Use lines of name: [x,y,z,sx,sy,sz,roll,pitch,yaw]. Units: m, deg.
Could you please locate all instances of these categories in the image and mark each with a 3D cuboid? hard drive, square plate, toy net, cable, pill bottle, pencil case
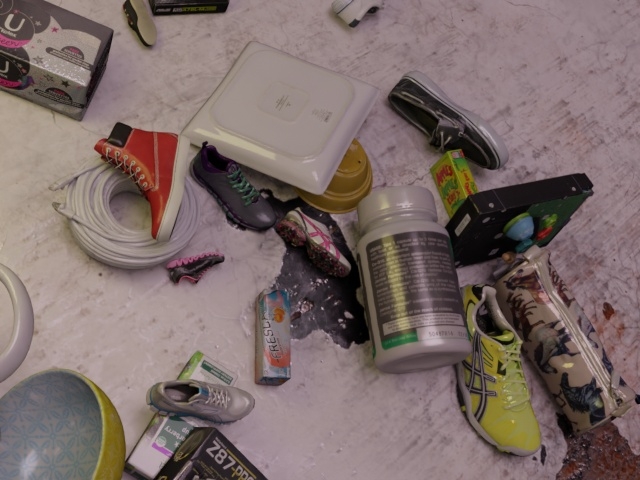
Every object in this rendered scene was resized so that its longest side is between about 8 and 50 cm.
hard drive: [0.432,-0.043,1.761,0.338,0.237,0.064,-11,60,-25]
square plate: [-0.081,-0.294,1.717,0.343,0.049,0.347,23,58,10]
toy net: [0.448,0.010,1.753,0.122,0.232,0.045,-24,64,-21]
cable: [-0.371,-0.063,1.532,0.257,0.089,0.257,45,57,1]
pill bottle: [0.186,0.081,1.626,0.204,0.204,0.361,1,68,-22]
pencil case: [0.538,0.216,1.722,0.159,0.183,0.411,-22,76,-28]

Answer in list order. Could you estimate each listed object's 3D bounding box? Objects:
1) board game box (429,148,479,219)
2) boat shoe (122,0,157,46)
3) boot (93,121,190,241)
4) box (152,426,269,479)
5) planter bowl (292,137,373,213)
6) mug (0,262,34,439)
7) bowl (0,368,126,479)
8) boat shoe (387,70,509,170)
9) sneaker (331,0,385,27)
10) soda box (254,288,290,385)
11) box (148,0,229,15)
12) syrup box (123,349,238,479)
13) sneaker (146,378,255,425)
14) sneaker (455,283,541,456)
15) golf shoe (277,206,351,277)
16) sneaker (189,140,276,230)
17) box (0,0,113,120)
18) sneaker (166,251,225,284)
board game box: [0.328,-0.114,1.836,0.043,0.092,0.181,-12,72,-25]
boat shoe: [-0.405,-0.489,1.738,0.048,0.042,0.133,-6,68,-51]
boot: [-0.347,-0.113,1.464,0.176,0.088,0.244,11,55,-18]
box: [-0.156,0.558,1.281,0.395,0.097,0.318,48,59,-15]
planter bowl: [0.037,-0.177,1.748,0.217,0.090,0.217,9,65,-19]
mug: [-0.619,0.167,1.192,0.373,0.276,0.328,-23,65,2]
bowl: [-0.418,0.369,1.260,0.156,0.289,0.290,46,45,-51]
boat shoe: [0.303,-0.271,1.898,0.335,0.121,0.119,41,66,12]
sneaker: [0.131,-0.634,2.004,0.258,0.094,0.091,-44,106,-27]
soda box: [-0.095,0.193,1.543,0.058,0.063,0.183,7,65,-20]
box: [-0.328,-0.623,1.826,0.184,0.045,0.191,-9,71,-28]
syrup box: [-0.253,0.329,1.399,0.093,0.096,0.237,33,58,-6]
sneaker: [-0.200,0.276,1.340,0.190,0.083,0.072,8,63,-21]
sneaker: [0.368,0.273,1.647,0.145,0.147,0.385,-17,76,-29]
golf shoe: [0.000,0.000,1.666,0.186,0.067,0.086,41,57,0]
sneaker: [-0.179,-0.111,1.624,0.223,0.098,0.083,39,59,-2]
box: [-0.569,-0.379,1.561,0.247,0.142,0.164,21,61,-12]
sneaker: [-0.247,0.058,1.556,0.119,0.047,0.057,-13,79,-19]
